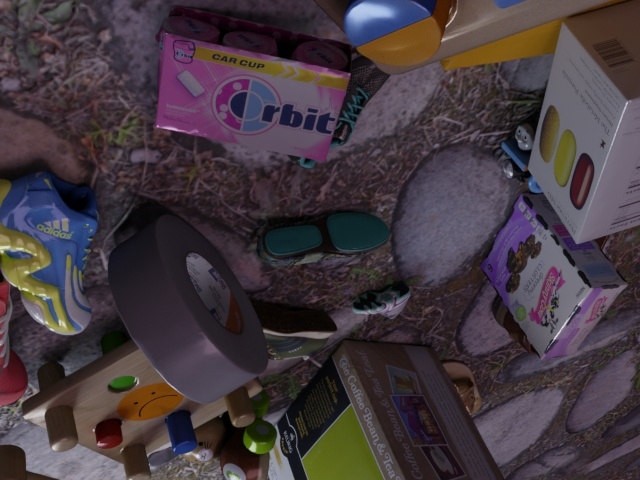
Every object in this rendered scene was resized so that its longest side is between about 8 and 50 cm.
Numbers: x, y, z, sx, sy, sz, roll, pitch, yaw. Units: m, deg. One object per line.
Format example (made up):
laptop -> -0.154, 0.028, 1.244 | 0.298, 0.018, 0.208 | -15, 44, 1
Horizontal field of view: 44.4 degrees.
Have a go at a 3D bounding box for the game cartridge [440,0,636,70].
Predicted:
game cartridge -> 0.296, -0.285, 0.797 | 0.323, 0.053, 0.285 | -13, 164, -19

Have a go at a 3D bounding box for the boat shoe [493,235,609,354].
boat shoe -> 0.404, 0.064, 1.292 | 0.123, 0.116, 0.324 | -5, 137, -24

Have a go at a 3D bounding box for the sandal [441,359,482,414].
sandal -> 0.280, 0.313, 1.539 | 0.088, 0.079, 0.240 | -32, 141, 7

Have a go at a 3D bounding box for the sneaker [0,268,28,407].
sneaker -> -0.398, 0.094, 0.892 | 0.136, 0.116, 0.314 | -25, 142, -3

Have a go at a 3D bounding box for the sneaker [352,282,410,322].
sneaker -> 0.096, 0.110, 1.239 | 0.098, 0.038, 0.069 | -15, 140, -12

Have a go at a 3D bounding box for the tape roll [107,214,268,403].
tape roll -> -0.152, 0.079, 0.924 | 0.072, 0.219, 0.219 | -32, 141, 10

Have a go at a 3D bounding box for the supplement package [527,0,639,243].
supplement package -> 0.344, -0.131, 0.898 | 0.133, 0.139, 0.244 | -17, 144, -8

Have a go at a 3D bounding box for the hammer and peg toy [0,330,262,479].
hammer and peg toy -> -0.285, 0.248, 1.120 | 0.361, 0.127, 0.266 | -30, 143, 6

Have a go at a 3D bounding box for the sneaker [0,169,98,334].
sneaker -> -0.288, 0.015, 0.880 | 0.126, 0.091, 0.240 | -25, 141, -2

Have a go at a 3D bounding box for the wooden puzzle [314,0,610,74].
wooden puzzle -> 0.083, -0.254, 0.620 | 0.322, 0.081, 0.347 | -11, 147, 43

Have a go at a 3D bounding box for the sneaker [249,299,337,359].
sneaker -> -0.067, 0.145, 1.168 | 0.192, 0.064, 0.086 | 12, 124, -41

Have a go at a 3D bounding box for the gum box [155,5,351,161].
gum box -> -0.073, -0.156, 0.783 | 0.188, 0.062, 0.107 | 10, 131, -8

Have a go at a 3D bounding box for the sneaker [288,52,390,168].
sneaker -> 0.022, -0.142, 0.882 | 0.166, 0.076, 0.065 | -40, 140, 17

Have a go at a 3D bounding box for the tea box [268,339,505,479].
tea box -> 0.098, 0.399, 1.336 | 0.220, 0.329, 0.324 | 9, 131, -35

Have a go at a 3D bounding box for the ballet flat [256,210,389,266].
ballet flat -> 0.000, 0.000, 1.055 | 0.188, 0.070, 0.070 | -4, 137, -23

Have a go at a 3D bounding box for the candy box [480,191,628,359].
candy box -> 0.343, 0.051, 1.181 | 0.070, 0.196, 0.165 | -4, 136, -25

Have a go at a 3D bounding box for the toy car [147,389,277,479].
toy car -> -0.182, 0.334, 1.275 | 0.188, 0.149, 0.155 | 6, 121, -17

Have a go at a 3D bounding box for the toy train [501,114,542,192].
toy train -> 0.336, -0.134, 1.067 | 0.184, 0.080, 0.105 | -12, 131, -13
